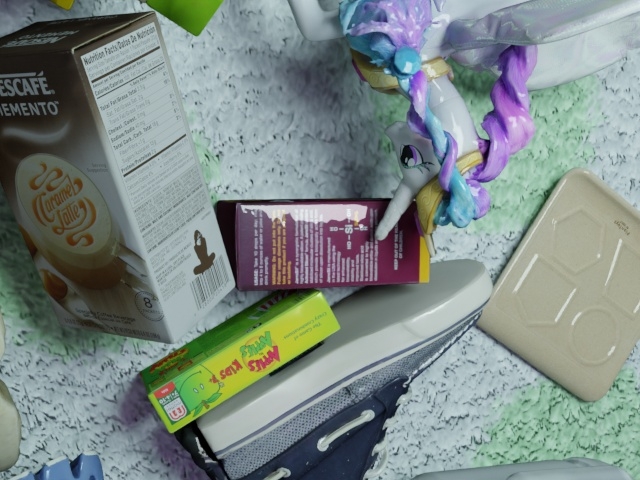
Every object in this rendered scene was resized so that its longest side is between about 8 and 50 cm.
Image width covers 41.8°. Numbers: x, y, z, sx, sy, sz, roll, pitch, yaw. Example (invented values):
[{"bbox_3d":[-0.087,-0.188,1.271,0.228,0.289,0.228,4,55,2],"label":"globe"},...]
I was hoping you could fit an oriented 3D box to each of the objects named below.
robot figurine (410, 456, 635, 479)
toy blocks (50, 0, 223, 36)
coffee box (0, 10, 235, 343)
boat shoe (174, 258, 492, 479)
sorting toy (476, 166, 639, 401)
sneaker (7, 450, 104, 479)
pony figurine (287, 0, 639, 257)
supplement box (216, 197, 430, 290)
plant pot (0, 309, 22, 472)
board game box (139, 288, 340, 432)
[{"bbox_3d":[0.208,0.330,0.852,0.353,0.200,0.300,-1,133,-17],"label":"robot figurine"},{"bbox_3d":[-0.206,-0.369,0.659,0.381,0.190,0.261,30,47,-18],"label":"toy blocks"},{"bbox_3d":[-0.178,-0.049,0.685,0.098,0.141,0.247,-45,130,-47],"label":"coffee box"},{"bbox_3d":[0.038,0.158,0.837,0.340,0.127,0.158,-28,109,-5],"label":"boat shoe"},{"bbox_3d":[0.293,0.052,0.945,0.193,0.038,0.208,35,88,-17],"label":"sorting toy"},{"bbox_3d":[-0.251,0.287,0.607,0.315,0.127,0.182,-14,64,-51],"label":"sneaker"},{"bbox_3d":[0.142,-0.208,0.730,0.350,0.303,0.364,-26,86,11],"label":"pony figurine"},{"bbox_3d":[0.000,0.000,0.810,0.188,0.104,0.081,-1,95,-17],"label":"supplement box"},{"bbox_3d":[-0.395,0.101,0.605,0.305,0.333,0.334,-12,98,-27],"label":"plant pot"},{"bbox_3d":[-0.079,0.105,0.800,0.181,0.092,0.043,-30,102,-13],"label":"board game box"}]
